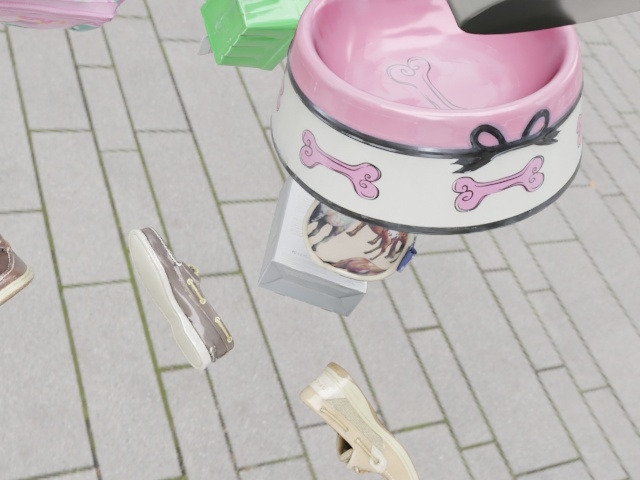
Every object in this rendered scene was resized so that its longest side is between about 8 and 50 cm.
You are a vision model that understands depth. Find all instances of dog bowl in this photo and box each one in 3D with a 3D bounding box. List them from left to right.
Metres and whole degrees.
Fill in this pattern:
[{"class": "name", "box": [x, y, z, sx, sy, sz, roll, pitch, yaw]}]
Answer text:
[{"class": "dog bowl", "box": [0.138, -0.201, 1.008, 0.407, 0.150, 0.408, 1, 46, -1]}]

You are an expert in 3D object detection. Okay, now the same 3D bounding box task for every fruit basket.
[{"class": "fruit basket", "box": [-0.019, -0.420, 1.374, 0.353, 0.327, 0.166, -24, 92, -22]}]

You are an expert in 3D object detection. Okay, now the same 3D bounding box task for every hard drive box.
[{"class": "hard drive box", "box": [0.000, 0.000, 1.476, 0.181, 0.089, 0.232, 21, 49, -11]}]

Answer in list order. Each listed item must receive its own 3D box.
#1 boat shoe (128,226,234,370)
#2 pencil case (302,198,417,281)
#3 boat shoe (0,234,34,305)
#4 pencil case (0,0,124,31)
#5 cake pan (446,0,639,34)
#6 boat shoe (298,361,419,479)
[{"class": "boat shoe", "box": [-0.292, 0.109, 1.687, 0.096, 0.116, 0.324, -30, 91, -31]}, {"class": "pencil case", "box": [0.126, -0.092, 1.257, 0.160, 0.183, 0.410, 57, 33, -11]}, {"class": "boat shoe", "box": [-0.622, 0.038, 1.478, 0.123, 0.342, 0.123, -38, 115, -13]}, {"class": "pencil case", "box": [-0.246, -0.180, 0.494, 0.124, 0.124, 0.284, 42, 33, 14]}, {"class": "cake pan", "box": [0.197, -0.173, 0.449, 0.293, 0.293, 0.054, -15, 96, -32]}, {"class": "boat shoe", "box": [0.077, 0.395, 1.571, 0.110, 0.121, 0.341, -39, 107, -16]}]
